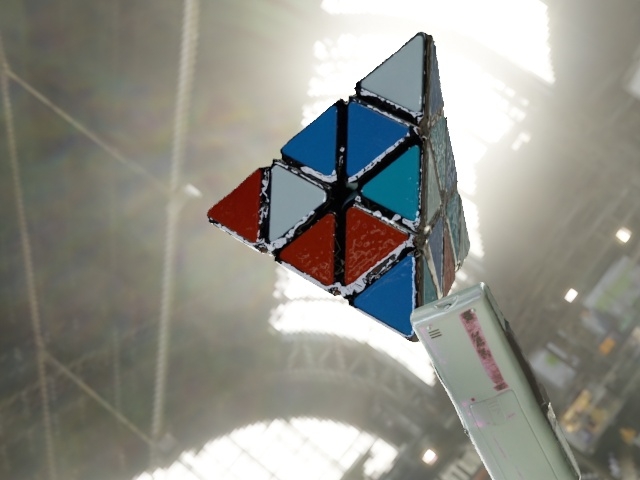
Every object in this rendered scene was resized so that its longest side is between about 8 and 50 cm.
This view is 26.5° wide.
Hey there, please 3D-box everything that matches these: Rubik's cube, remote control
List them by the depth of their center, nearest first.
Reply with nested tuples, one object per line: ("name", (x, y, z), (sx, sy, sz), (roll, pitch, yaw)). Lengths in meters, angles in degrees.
("remote control", (0.127, 0.113, 0.972), (0.065, 0.166, 0.029), (-23, 15, 19))
("Rubik's cube", (0.000, 0.000, 1.262), (0.284, 0.234, 0.250), (72, -158, -49))
